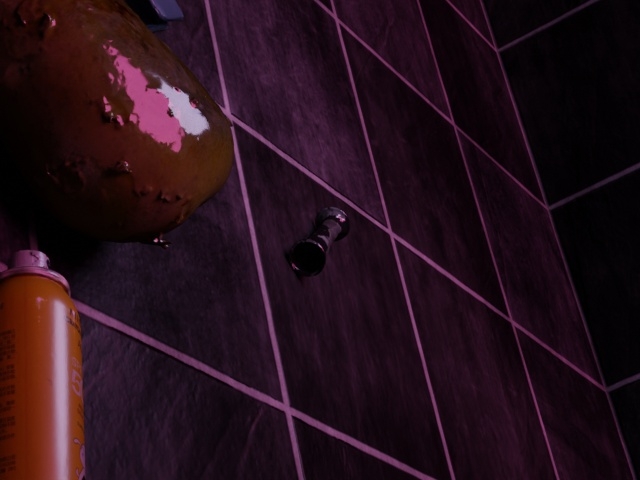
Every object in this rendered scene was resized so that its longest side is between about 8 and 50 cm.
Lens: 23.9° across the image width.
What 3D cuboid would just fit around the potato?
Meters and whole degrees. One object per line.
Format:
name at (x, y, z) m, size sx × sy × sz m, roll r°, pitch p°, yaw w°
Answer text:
potato at (-0.263, -0.157, 1.707) m, size 0.359 × 0.219 × 0.270 m, roll 49°, pitch 16°, yaw -15°

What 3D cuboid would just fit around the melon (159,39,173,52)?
melon at (-0.233, -0.198, 1.966) m, size 0.099 × 0.099 × 0.162 m, roll 47°, pitch 30°, yaw -35°

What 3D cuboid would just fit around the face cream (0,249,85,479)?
face cream at (-0.280, 0.157, 1.456) m, size 0.105 × 0.105 × 0.348 m, roll 40°, pitch 31°, yaw -45°

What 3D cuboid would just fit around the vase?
vase at (0.000, 0.000, 2.313) m, size 0.059 × 0.059 × 0.167 m, roll 60°, pitch 22°, yaw -10°

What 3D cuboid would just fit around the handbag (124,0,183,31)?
handbag at (-0.273, -0.404, 2.167) m, size 0.221 × 0.057 × 0.144 m, roll 62°, pitch 18°, yaw -3°
